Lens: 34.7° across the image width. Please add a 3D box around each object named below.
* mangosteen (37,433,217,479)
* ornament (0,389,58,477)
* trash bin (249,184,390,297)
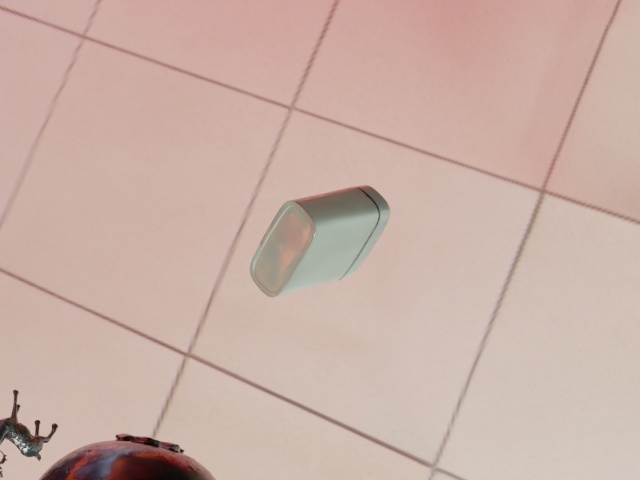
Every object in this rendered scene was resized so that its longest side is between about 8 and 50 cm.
[{"bbox_3d":[-0.276,0.446,1.419,0.307,0.307,0.347,7,73,21],"label":"mangosteen"},{"bbox_3d":[-0.347,0.230,1.167,0.028,0.125,0.073,-38,107,19],"label":"ornament"},{"bbox_3d":[0.000,0.000,1.109,0.059,0.130,0.116,45,124,24],"label":"trash bin"}]
